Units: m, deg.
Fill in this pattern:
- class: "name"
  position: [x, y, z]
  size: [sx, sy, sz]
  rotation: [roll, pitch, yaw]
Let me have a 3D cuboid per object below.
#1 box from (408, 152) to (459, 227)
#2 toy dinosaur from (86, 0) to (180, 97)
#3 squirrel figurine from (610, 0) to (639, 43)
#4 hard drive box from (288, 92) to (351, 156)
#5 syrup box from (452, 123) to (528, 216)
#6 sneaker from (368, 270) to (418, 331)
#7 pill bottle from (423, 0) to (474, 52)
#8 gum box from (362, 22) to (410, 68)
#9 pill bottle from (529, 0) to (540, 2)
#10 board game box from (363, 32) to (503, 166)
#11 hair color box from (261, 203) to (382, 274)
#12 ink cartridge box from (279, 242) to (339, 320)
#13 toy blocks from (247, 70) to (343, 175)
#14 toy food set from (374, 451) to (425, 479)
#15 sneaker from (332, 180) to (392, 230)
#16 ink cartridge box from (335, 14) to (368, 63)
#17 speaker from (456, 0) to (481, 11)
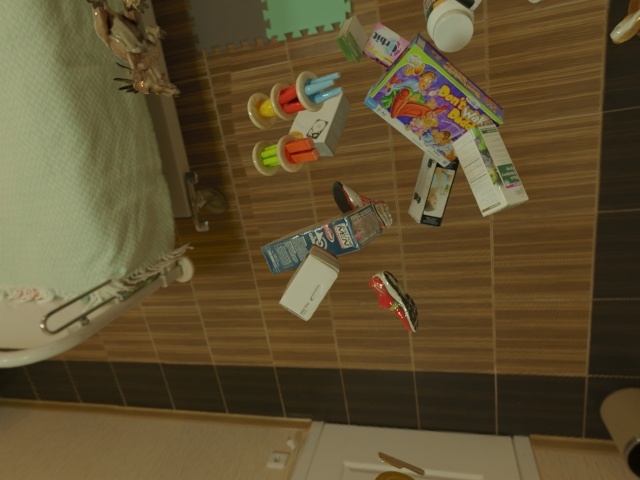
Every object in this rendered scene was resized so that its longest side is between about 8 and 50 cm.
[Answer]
- class: "box"
  position: [0.431, -0.212, 1.542]
  size: [0.087, 0.169, 0.290]
  rotation: [10, 106, -6]
- class: "toy dinosaur"
  position: [-0.449, -0.454, 0.931]
  size: [0.200, 0.127, 0.296]
  rotation: [10, 135, 55]
- class: "squirrel figurine"
  position: [0.544, -0.328, 0.461]
  size: [0.281, 0.370, 0.397]
  rotation: [-8, 80, -7]
- class: "hard drive box"
  position: [-0.007, -0.439, 1.532]
  size: [0.181, 0.089, 0.232]
  rotation: [7, 68, 32]
- class: "syrup box"
  position: [0.476, -0.197, 1.137]
  size: [0.096, 0.093, 0.237]
  rotation: [-39, 68, 61]
- class: "sneaker"
  position: [0.297, 0.253, 1.636]
  size: [0.118, 0.107, 0.279]
  rotation: [-32, 91, 31]
- class: "pill bottle"
  position: [0.465, -0.815, 1.464]
  size: [0.162, 0.278, 0.162]
  rotation: [3, 142, 3]
- class: "gum box"
  position: [0.267, -0.714, 1.524]
  size: [0.188, 0.062, 0.107]
  rotation: [28, 100, -9]
- class: "pill bottle"
  position: [0.711, -0.768, 1.143]
  size: [0.229, 0.131, 0.131]
  rotation: [-20, 104, 2]
- class: "board game box"
  position: [0.341, -0.410, 1.229]
  size: [0.347, 0.078, 0.233]
  rotation: [34, 140, -14]
- class: "hair color box"
  position: [0.000, 0.000, 1.274]
  size: [0.347, 0.174, 0.105]
  rotation: [-19, 97, 36]
- class: "ink cartridge box"
  position: [-0.017, 0.066, 0.696]
  size: [0.056, 0.135, 0.099]
  rotation: [32, 96, -3]
- class: "toy blocks"
  position: [-0.030, -0.158, 0.548]
  size: [0.148, 0.054, 0.123]
  rotation: [-3, 95, 42]
- class: "toy food set"
  position: [0.170, 0.588, 0.885]
  size: [0.128, 0.218, 0.071]
  rotation: [13, 107, 8]
- class: "sneaker"
  position: [0.169, -0.140, 1.602]
  size: [0.270, 0.145, 0.090]
  rotation: [54, 150, 18]
- class: "ink cartridge box"
  position: [0.122, -0.792, 1.613]
  size: [0.062, 0.209, 0.109]
  rotation: [-11, 137, 35]
- class: "speaker"
  position: [0.376, -0.687, 1.099]
  size: [0.136, 0.055, 0.055]
  rotation: [27, 115, -12]
